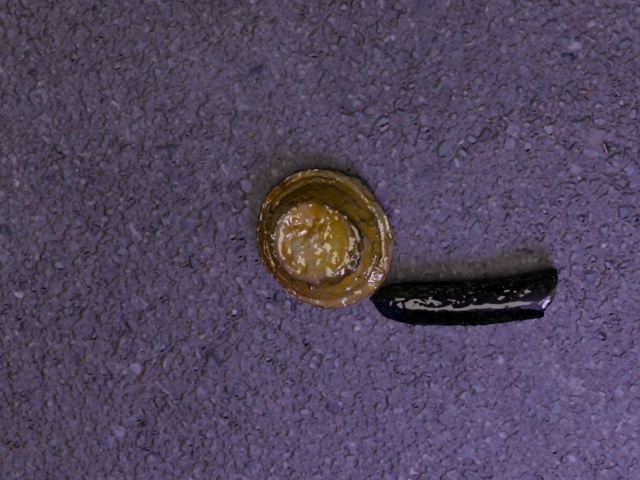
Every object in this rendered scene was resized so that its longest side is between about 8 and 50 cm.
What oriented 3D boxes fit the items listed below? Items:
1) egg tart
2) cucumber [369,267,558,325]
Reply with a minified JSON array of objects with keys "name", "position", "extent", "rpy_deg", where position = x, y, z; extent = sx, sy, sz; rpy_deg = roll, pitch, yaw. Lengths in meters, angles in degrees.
[{"name":"egg tart","position":[0.000,0.000,1.705],"extent":[0.191,0.074,0.191],"rpy_deg":[2,99,15]},{"name":"cucumber","position":[0.186,0.080,1.706],"extent":[0.245,0.067,0.067],"rpy_deg":[-6,100,12]}]
